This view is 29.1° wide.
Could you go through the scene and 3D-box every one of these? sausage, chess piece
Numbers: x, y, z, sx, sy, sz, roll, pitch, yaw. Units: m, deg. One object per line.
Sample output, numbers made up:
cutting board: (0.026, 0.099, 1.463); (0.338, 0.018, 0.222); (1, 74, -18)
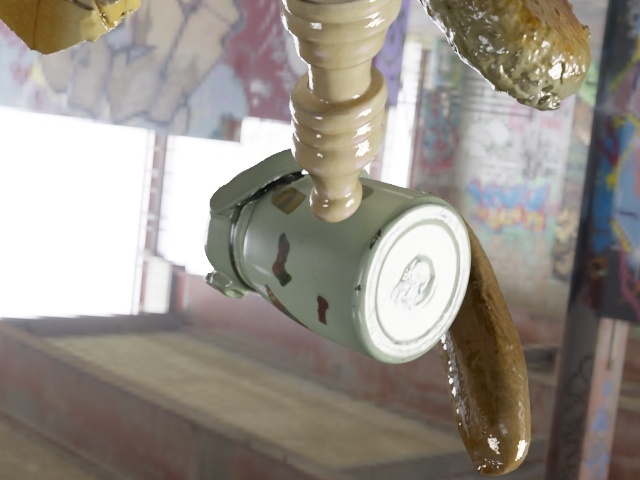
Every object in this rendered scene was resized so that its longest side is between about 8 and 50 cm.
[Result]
sausage: (0.230, 0.128, 1.915); (0.136, 0.501, 0.123); (-14, 148, -4)
chess piece: (0.017, -0.143, 1.268); (0.124, 0.307, 0.139); (-1, -140, -3)

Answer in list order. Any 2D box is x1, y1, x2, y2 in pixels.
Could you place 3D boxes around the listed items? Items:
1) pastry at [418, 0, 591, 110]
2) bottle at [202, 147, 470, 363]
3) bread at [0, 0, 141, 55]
pastry: (0.264, -0.325, 1.753); (0.329, 0.136, 0.330); (36, -151, -23)
bottle: (0.000, 0.000, 1.547); (0.229, 0.229, 0.351); (0, -166, -45)
bread: (-0.370, -0.397, 1.807); (0.211, 0.224, 0.183); (-4, -140, 35)
